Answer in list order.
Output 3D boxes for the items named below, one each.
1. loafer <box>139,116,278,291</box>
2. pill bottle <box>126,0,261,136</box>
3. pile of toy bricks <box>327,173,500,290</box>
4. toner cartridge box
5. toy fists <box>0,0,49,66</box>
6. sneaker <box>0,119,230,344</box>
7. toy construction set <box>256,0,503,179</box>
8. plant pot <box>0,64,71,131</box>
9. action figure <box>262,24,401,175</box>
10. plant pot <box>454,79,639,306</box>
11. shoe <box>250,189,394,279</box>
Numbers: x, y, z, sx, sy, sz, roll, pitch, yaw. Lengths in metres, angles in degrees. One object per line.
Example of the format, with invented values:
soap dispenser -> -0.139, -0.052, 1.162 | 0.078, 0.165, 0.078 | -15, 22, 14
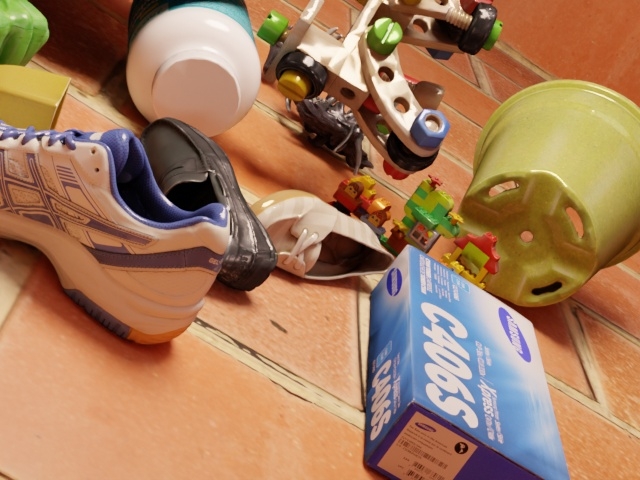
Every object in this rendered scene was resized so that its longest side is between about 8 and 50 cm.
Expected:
loafer -> -0.117, -0.044, 1.207 | 0.078, 0.076, 0.223 | 24, 25, -50
pill bottle -> -0.143, -0.206, 1.438 | 0.146, 0.146, 0.264 | 28, 20, -20
pile of toy bricks -> 0.115, -0.026, 1.506 | 0.212, 0.105, 0.118 | 40, 20, 14
toner cartridge box -> 0.130, 0.133, 1.203 | 0.165, 0.075, 0.348 | 33, 19, -10
toy fists -> -0.356, -0.192, 1.134 | 0.142, 0.096, 0.279 | 26, 15, 22
sneaker -> -0.201, -0.052, 1.009 | 0.296, 0.131, 0.112 | 34, 21, 1
toy construction set -> 0.050, -0.222, 1.498 | 0.237, 0.257, 0.309 | 24, -5, -5
plant pot -> -0.270, -0.106, 1.105 | 0.083, 0.081, 0.081 | 19, 22, -10
action figure -> 0.020, -0.201, 1.715 | 0.164, 0.141, 0.275 | 36, 14, -36
plant pot -> 0.293, -0.043, 1.663 | 0.276, 0.276, 0.254 | 38, 31, 7
shoe -> 0.000, 0.000, 1.298 | 0.058, 0.076, 0.219 | 42, 18, 33
